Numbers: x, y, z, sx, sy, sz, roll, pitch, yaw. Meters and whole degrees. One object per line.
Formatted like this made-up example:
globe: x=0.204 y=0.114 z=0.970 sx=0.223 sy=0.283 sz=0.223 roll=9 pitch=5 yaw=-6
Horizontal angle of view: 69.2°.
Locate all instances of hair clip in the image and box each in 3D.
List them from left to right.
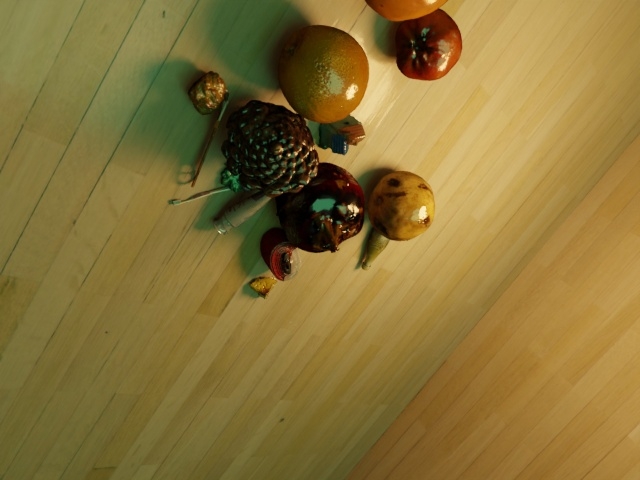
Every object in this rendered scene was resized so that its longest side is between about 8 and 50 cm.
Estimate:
hair clip: x=-0.238 y=-0.225 z=1.538 sx=0.196 sy=0.052 sz=0.124 roll=-15 pitch=112 yaw=-17

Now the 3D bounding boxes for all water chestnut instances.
water chestnut: x=0.014 y=-0.085 z=1.618 sx=0.336 sy=0.346 sz=0.335 roll=-17 pitch=139 yaw=-15

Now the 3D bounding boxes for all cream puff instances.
cream puff: x=-0.311 y=-0.403 z=1.285 sx=0.122 sy=0.116 sz=0.094 roll=-27 pitch=122 yaw=23

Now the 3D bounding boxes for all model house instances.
model house: x=0.088 y=-0.351 z=1.590 sx=0.148 sy=0.148 sz=0.119 roll=-17 pitch=133 yaw=-21

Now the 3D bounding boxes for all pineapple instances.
pineapple: x=-0.225 y=0.204 z=1.868 sx=0.115 sy=0.077 sz=0.114 roll=-17 pitch=145 yaw=-19

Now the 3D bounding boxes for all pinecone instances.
pinecone: x=-0.151 y=-0.271 z=1.389 sx=0.298 sy=0.296 sz=0.242 roll=37 pitch=114 yaw=-12

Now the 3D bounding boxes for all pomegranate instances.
pomegranate: x=0.322 y=-0.139 z=1.848 sx=0.281 sy=0.281 sz=0.281 roll=-19 pitch=132 yaw=-23

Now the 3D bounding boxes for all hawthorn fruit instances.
hawthorn fruit: x=0.365 y=-0.637 z=1.534 sx=0.261 sy=0.224 sz=0.224 roll=-20 pitch=137 yaw=-54

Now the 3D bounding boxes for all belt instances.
belt: x=-0.147 y=0.061 z=1.768 sx=0.128 sy=0.124 sz=0.200 roll=-25 pitch=134 yaw=-15

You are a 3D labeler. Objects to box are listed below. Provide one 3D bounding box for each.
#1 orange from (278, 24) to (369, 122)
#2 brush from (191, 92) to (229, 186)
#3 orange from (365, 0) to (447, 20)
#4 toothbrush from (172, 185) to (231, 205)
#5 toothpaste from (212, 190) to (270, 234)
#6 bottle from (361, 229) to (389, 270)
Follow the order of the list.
orange: x=0.007 y=-0.481 z=1.346 sx=0.274 sy=0.274 sz=0.274 roll=-19 pitch=132 yaw=-23
brush: x=-0.334 y=-0.289 z=1.392 sx=0.017 sy=0.090 sz=0.314 roll=22 pitch=117 yaw=-17
orange: x=0.243 y=-0.764 z=1.264 sx=0.312 sy=0.312 sz=0.312 roll=-19 pitch=132 yaw=-23
toothbrush: x=-0.381 y=-0.147 z=1.512 sx=0.204 sy=0.017 sz=0.022 roll=-18 pitch=151 yaw=-23
toothpaste: x=-0.225 y=-0.123 z=1.550 sx=0.299 sy=0.114 sz=0.073 roll=-33 pitch=103 yaw=12
bottle: x=0.249 y=0.019 z=2.051 sx=0.083 sy=0.083 sz=0.269 roll=1 pitch=128 yaw=-36
